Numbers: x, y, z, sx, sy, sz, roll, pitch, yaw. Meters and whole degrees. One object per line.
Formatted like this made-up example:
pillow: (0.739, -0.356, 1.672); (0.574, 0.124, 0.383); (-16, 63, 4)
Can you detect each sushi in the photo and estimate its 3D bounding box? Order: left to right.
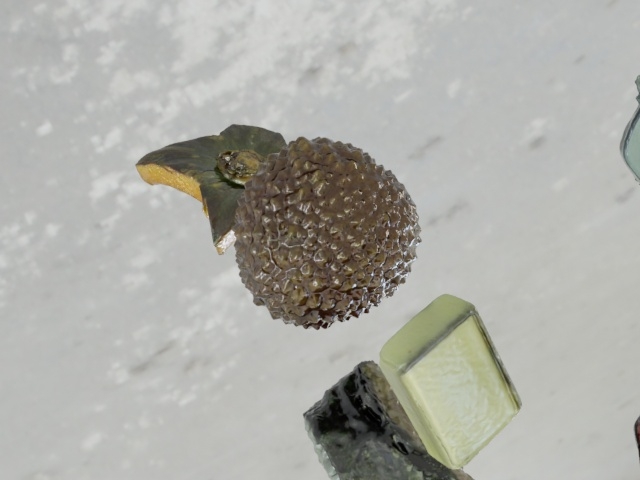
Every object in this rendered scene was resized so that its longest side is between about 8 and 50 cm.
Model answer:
sushi: (0.115, 0.333, 1.684); (0.171, 0.350, 0.211); (-31, 145, -5)

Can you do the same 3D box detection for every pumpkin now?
pumpkin: (-0.116, -0.094, 2.073); (0.290, 0.258, 0.095); (-16, 139, -34)

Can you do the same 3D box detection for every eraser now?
eraser: (0.144, 0.156, 1.392); (0.117, 0.058, 0.172); (-39, 124, -15)

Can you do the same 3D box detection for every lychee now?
lychee: (0.000, 0.000, 1.690); (0.267, 0.267, 0.267); (-24, 153, -13)

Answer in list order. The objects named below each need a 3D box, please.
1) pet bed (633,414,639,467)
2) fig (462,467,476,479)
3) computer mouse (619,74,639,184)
pet bed: (0.439, 0.311, 1.607); (0.053, 0.201, 0.201); (-13, 160, 21)
fig: (0.222, 0.442, 2.130); (0.217, 0.217, 0.321); (-8, 108, -39)
computer mouse: (0.336, -0.060, 1.084); (0.113, 0.068, 0.229); (-47, 127, -2)
